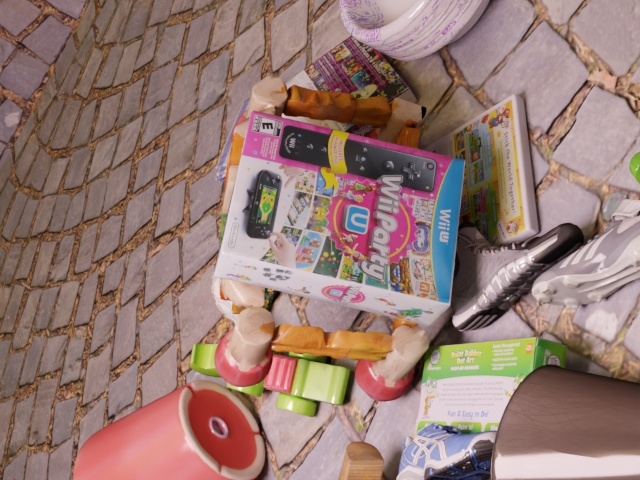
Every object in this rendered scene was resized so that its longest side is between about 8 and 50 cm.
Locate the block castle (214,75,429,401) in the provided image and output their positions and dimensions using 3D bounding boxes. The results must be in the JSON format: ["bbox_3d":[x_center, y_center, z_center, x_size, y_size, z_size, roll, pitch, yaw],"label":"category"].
[{"bbox_3d":[0.000,0.000,1.499,0.213,0.303,0.453,115,159,-64],"label":"block castle"}]

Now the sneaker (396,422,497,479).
[{"bbox_3d":[0.152,0.259,1.222,0.211,0.080,0.081,-39,43,52],"label":"sneaker"}]

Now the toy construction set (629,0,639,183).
[{"bbox_3d":[0.441,-0.191,1.104,0.237,0.257,0.309,-96,28,-59],"label":"toy construction set"}]

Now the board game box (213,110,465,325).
[{"bbox_3d":[0.029,-0.031,1.347,0.097,0.303,0.224,117,164,-63],"label":"board game box"}]

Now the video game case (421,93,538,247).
[{"bbox_3d":[0.226,-0.075,1.477,0.206,0.026,0.227,-30,49,44],"label":"video game case"}]

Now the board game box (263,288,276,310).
[{"bbox_3d":[-0.090,0.001,1.783,0.260,0.030,0.136,114,147,-49],"label":"board game box"}]

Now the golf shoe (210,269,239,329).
[{"bbox_3d":[-0.136,0.124,1.822,0.086,0.069,0.176,-27,84,32],"label":"golf shoe"}]

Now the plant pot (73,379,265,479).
[{"bbox_3d":[-0.245,0.383,1.720,0.243,0.275,0.275,-40,43,24],"label":"plant pot"}]

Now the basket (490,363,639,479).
[{"bbox_3d":[0.325,0.230,1.071,0.227,0.154,0.204,-5,43,49],"label":"basket"}]

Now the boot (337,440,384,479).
[{"bbox_3d":[0.061,0.428,1.330,0.295,0.104,0.211,-108,23,-69],"label":"boot"}]

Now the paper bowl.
[{"bbox_3d":[0.172,-0.428,1.622,0.284,0.148,0.284,-31,50,44],"label":"paper bowl"}]

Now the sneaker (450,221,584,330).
[{"bbox_3d":[0.237,0.013,1.340,0.228,0.086,0.132,-44,57,34],"label":"sneaker"}]

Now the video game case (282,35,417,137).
[{"bbox_3d":[0.034,-0.249,1.753,0.210,0.042,0.232,-36,41,6],"label":"video game case"}]

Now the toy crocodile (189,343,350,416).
[{"bbox_3d":[-0.085,0.215,1.678,0.340,0.105,0.115,10,80,46],"label":"toy crocodile"}]

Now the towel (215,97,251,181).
[{"bbox_3d":[-0.069,-0.219,1.888,0.285,0.034,0.209,-13,48,38],"label":"towel"}]

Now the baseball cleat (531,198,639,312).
[{"bbox_3d":[0.352,0.016,1.231,0.206,0.072,0.109,-24,41,42],"label":"baseball cleat"}]

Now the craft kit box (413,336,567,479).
[{"bbox_3d":[0.203,0.254,1.279,0.250,0.061,0.247,-17,62,62],"label":"craft kit box"}]
